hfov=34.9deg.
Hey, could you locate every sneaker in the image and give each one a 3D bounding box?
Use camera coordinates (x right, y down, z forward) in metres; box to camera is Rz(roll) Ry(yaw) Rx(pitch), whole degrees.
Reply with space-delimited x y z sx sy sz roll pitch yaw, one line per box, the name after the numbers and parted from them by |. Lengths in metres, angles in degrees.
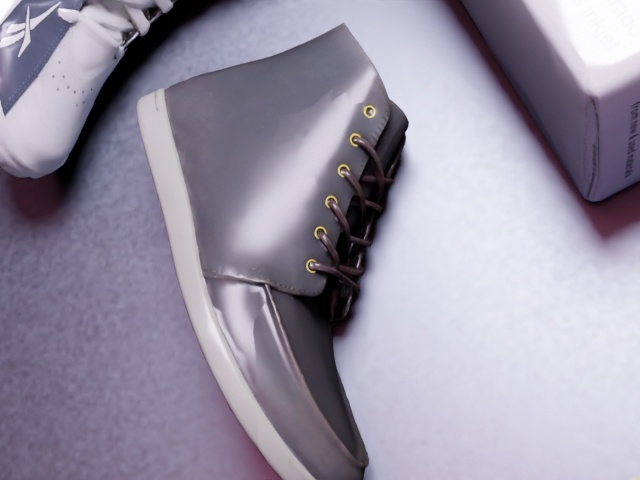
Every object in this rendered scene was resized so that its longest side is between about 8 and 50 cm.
-0.089 -0.145 0.523 0.153 0.094 0.235 0 63 24 | sneaker
0.000 0.000 0.459 0.118 0.083 0.222 -25 67 6 | sneaker

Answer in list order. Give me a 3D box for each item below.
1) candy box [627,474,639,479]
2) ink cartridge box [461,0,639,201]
0.151 0.200 0.222 0.268 0.122 0.317 -41 36 41 | candy box
0.195 -0.194 0.441 0.306 0.131 0.226 -30 68 6 | ink cartridge box
